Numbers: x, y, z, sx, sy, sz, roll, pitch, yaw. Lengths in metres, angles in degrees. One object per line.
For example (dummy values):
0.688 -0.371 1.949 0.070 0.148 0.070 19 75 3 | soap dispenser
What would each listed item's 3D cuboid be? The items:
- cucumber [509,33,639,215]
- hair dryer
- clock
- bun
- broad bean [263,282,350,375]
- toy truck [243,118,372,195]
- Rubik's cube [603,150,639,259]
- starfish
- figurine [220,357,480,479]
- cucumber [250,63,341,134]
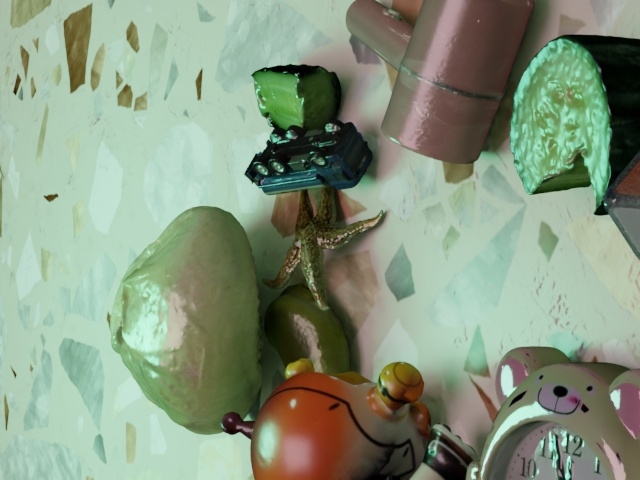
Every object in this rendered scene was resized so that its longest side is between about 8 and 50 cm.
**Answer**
0.282 -0.122 1.250 0.191 0.130 0.191 -8 81 60 | cucumber
0.115 -0.257 1.521 0.352 0.125 0.210 48 126 54 | hair dryer
0.265 0.273 1.263 0.284 0.114 0.309 6 92 57 | clock
-0.204 0.124 1.818 0.361 0.213 0.361 173 90 -77 | bun
-0.014 0.140 1.717 0.174 0.082 0.124 51 132 31 | broad bean
-0.023 -0.106 1.697 0.202 0.088 0.074 -5 44 43 | toy truck
0.386 -0.032 1.076 0.233 0.229 0.228 -40 93 6 | Rubik's cube
-0.001 -0.001 1.692 0.217 0.050 0.223 -24 54 24 | starfish
0.037 0.286 1.522 0.323 0.196 0.320 33 122 41 | figurine
-0.031 -0.206 1.753 0.193 0.086 0.115 13 131 58 | cucumber
